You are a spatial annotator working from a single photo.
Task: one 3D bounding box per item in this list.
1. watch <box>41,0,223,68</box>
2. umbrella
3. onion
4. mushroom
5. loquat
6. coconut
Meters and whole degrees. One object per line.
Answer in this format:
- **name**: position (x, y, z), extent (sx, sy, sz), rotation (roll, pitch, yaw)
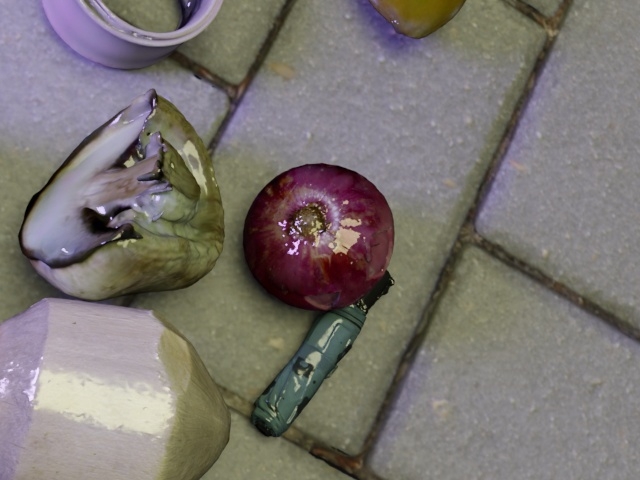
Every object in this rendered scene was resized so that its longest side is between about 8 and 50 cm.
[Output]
- **watch**: position (-0.206, -0.337, 1.654), extent (0.244, 0.196, 0.231), rotation (-44, 100, -28)
- **umbrella**: position (0.001, 0.124, 1.669), extent (0.053, 0.052, 0.250), rotation (47, 66, -23)
- **onion**: position (-0.003, -0.004, 1.652), extent (0.177, 0.153, 0.177), rotation (6, 65, -12)
- **mushroom**: position (-0.204, -0.017, 1.562), extent (0.190, 0.267, 0.164), rotation (-30, 123, 13)
- **loquat**: position (0.122, -0.344, 1.799), extent (0.152, 0.152, 0.195), rotation (9, 80, -18)
- **coconut**: position (-0.224, 0.181, 1.475), extent (0.266, 0.237, 0.237), rotation (13, 71, -10)
